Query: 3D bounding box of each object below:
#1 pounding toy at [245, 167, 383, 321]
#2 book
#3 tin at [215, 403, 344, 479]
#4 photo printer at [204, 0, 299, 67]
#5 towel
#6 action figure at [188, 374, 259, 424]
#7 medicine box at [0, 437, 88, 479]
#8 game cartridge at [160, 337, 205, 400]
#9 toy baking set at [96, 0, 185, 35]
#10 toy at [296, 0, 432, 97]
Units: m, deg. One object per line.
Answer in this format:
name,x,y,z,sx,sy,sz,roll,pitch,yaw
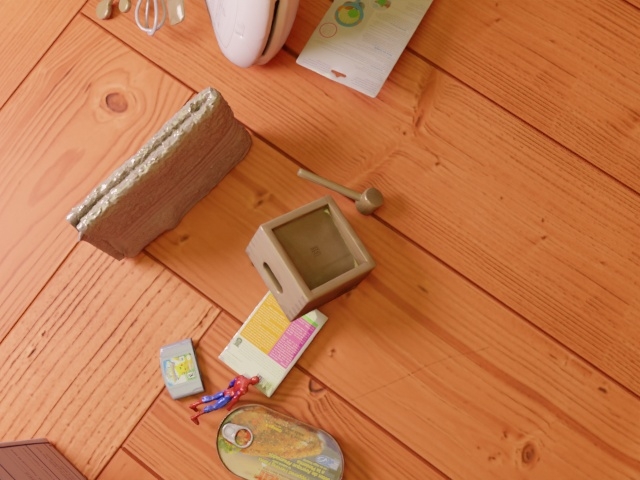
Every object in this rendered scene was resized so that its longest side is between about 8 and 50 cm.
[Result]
pounding toy,-0.001,-0.010,1.155,0.206,0.094,0.181,-26,76,-31
book,-0.068,0.144,1.159,0.096,0.035,0.144,37,85,8
tin,-0.057,0.304,1.125,0.190,0.040,0.106,21,78,9
photo printer,-0.119,-0.428,1.163,0.107,0.256,0.307,-15,77,-18
towel,-0.223,-0.087,1.139,0.282,0.187,0.049,-44,74,-3
action figure,-0.136,0.226,1.139,0.115,0.030,0.038,-33,37,14
medicine box,-0.369,0.400,1.006,0.263,0.289,0.149,40,85,11
game cartridge,-0.208,0.192,1.171,0.056,0.017,0.083,-19,78,6
toy baking set,-0.282,-0.434,1.250,0.256,0.030,0.196,25,105,32
toy,0.081,-0.333,1.224,0.137,0.056,0.237,26,78,13
